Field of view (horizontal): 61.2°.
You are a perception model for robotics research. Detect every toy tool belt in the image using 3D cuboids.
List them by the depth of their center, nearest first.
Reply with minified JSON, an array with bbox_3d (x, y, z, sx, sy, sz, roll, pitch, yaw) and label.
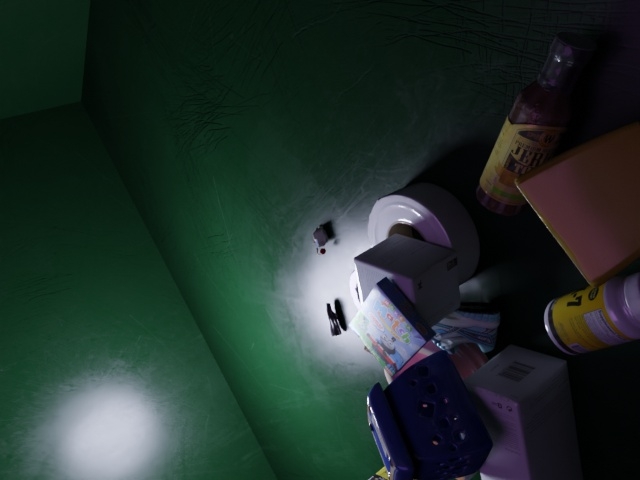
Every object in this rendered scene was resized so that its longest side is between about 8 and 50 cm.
[{"bbox_3d":[0.000,0.000,1.755,0.051,0.052,0.083,-116,13,-76],"label":"toy tool belt"}]

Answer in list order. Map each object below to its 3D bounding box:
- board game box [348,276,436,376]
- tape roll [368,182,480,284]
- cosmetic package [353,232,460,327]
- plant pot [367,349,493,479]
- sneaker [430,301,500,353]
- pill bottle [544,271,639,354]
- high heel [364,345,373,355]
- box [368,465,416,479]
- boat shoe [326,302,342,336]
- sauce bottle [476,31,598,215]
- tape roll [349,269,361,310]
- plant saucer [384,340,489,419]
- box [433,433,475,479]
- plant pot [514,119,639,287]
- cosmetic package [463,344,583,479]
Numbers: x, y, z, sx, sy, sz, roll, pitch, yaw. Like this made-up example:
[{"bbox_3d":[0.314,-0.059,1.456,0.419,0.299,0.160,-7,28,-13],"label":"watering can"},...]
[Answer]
[{"bbox_3d":[0.153,0.197,1.205,0.160,0.039,0.211,50,147,18],"label":"board game box"},{"bbox_3d":[0.249,0.003,1.345,0.286,0.100,0.286,35,138,39],"label":"tape roll"},{"bbox_3d":[0.199,0.096,1.242,0.183,0.151,0.152,21,130,48],"label":"cosmetic package"},{"bbox_3d":[0.231,0.426,1.242,0.236,0.212,0.236,81,169,-54],"label":"plant pot"},{"bbox_3d":[0.289,0.216,1.317,0.282,0.110,0.122,1,98,27],"label":"sneaker"},{"bbox_3d":[0.534,0.134,1.004,0.119,0.119,0.208,59,147,8],"label":"pill bottle"},{"bbox_3d":[0.242,0.308,1.610,0.117,0.082,0.244,33,132,-15],"label":"high heel"},{"bbox_3d":[0.227,0.658,1.518,0.087,0.232,0.058,-4,108,59],"label":"box"},{"bbox_3d":[0.046,0.272,1.873,0.046,0.038,0.125,-66,-35,-77],"label":"boat shoe"},{"bbox_3d":[0.389,-0.202,0.993,0.111,0.111,0.344,43,143,30],"label":"sauce bottle"},{"bbox_3d":[0.175,0.150,1.567,0.189,0.080,0.189,32,135,39],"label":"tape roll"},{"bbox_3d":[0.298,0.361,1.457,0.332,0.084,0.332,22,130,29],"label":"plant saucer"},{"bbox_3d":[0.375,0.581,1.557,0.130,0.091,0.171,-1,111,56],"label":"box"},{"bbox_3d":[0.484,-0.083,0.866,0.212,0.212,0.187,57,135,12],"label":"plant pot"},{"bbox_3d":[0.471,0.457,1.242,0.155,0.197,0.366,10,118,53],"label":"cosmetic package"}]
